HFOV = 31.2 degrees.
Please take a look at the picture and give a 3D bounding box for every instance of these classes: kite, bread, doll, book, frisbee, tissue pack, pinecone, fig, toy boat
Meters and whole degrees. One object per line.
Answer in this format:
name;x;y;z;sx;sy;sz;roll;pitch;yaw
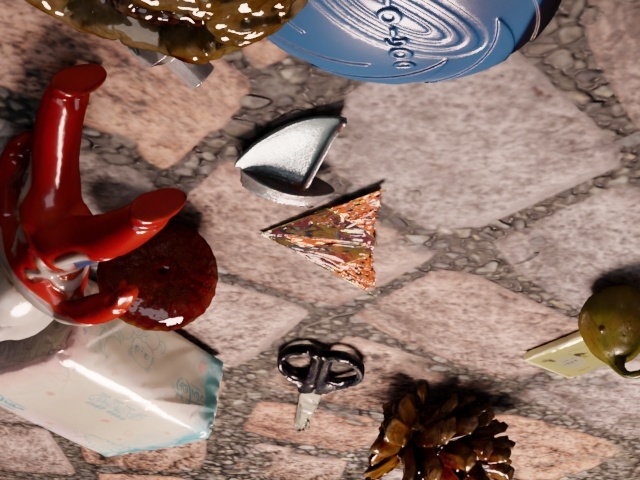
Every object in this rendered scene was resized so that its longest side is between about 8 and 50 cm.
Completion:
kite;0.000;-0.001;1.154;0.125;0.008;0.222;5;151;2
bread;-0.107;-0.182;0.668;0.230;0.122;0.230;18;179;0
doll;-0.245;0.000;1.062;0.099;0.188;0.384;-26;172;-39
book;0.301;0.131;1.327;0.077;0.014;0.111;24;146;-28
frisbee;0.051;-0.177;0.803;0.242;0.045;0.242;5;152;3
tissue pack;-0.269;0.156;1.365;0.202;0.124;0.271;-17;143;29
pinecone;0.152;0.273;1.470;0.195;0.149;0.179;5;144;-4
fig;0.305;0.097;1.183;0.084;0.098;0.082;-6;152;42
fig;-0.160;0.025;1.164;0.119;0.153;0.119;1;112;2
toy boat;-0.019;-0.081;1.004;0.096;0.034;0.122;13;141;-13

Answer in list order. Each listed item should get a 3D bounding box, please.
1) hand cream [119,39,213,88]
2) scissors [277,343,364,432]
hand cream;-0.178;-0.190;0.813;0.257;0.050;0.084;32;140;-28
scissors;-0.014;0.202;1.500;0.109;0.022;0.300;11;150;-3
